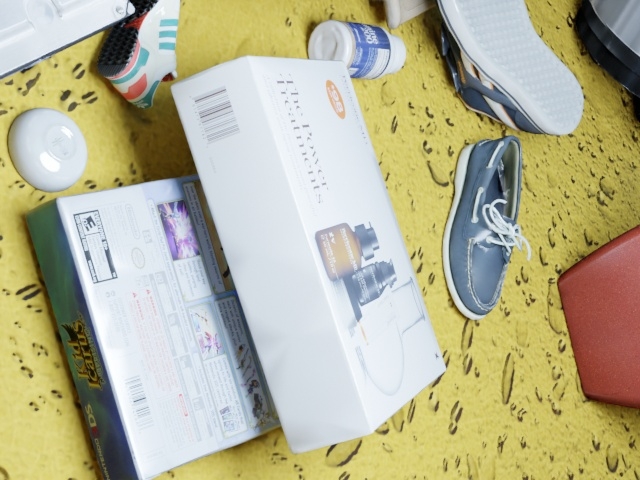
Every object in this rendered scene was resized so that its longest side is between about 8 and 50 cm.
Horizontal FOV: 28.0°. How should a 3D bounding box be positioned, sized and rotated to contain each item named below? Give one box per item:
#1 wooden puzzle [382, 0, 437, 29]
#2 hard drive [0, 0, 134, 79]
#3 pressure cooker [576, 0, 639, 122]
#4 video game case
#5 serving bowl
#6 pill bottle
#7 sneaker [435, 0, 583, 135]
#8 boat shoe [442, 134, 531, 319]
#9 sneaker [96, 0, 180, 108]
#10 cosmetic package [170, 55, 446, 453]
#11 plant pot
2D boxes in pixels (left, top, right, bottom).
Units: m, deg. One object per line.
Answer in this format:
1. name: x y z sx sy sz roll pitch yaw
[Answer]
1. wooden puzzle: 0.140 -0.479 1.668 0.348 0.080 0.322 -37 126 -43
2. hard drive: -0.339 -0.319 1.185 0.237 0.064 0.339 -37 105 -46
3. pressure cooker: 0.596 -0.367 1.942 0.370 0.420 0.375 -13 52 -42
4. video game case: -0.140 0.076 1.253 0.244 0.061 0.269 -14 86 -48
5. serving bowl: -0.253 -0.089 1.217 0.083 0.027 0.083 18 64 -42
6. pill bottle: 0.048 -0.230 1.555 0.120 0.067 0.067 -3 79 -47
7. sneaker: 0.215 -0.256 1.689 0.321 0.127 0.126 50 63 -31
8. boat shoe: 0.221 -0.021 1.654 0.095 0.079 0.254 35 53 -34
9. sneaker: -0.175 -0.206 1.332 0.075 0.057 0.161 56 40 -41
10. cosmetic package: 0.000 0.000 1.338 0.377 0.097 0.284 72 19 -1
11. plant pot: 0.487 0.103 1.775 0.267 0.235 0.267 -5 80 -47
